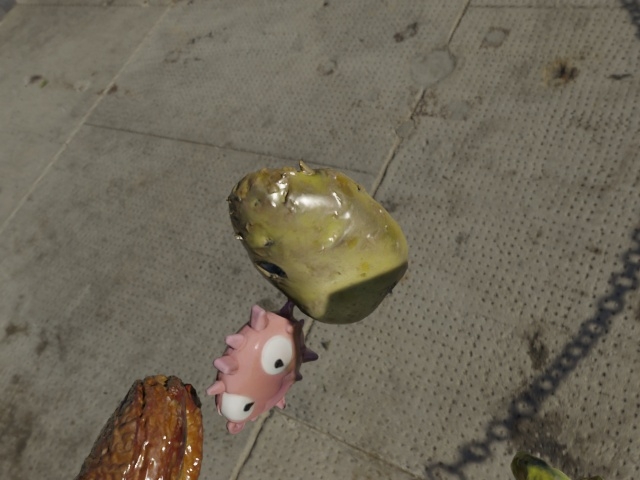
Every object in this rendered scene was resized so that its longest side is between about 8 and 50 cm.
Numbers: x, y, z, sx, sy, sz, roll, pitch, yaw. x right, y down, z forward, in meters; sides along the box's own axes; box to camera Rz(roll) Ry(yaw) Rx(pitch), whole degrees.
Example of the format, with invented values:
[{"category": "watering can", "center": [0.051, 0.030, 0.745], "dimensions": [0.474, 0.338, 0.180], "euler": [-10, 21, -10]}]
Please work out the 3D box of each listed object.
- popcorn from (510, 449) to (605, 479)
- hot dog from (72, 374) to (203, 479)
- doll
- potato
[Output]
[{"category": "popcorn", "center": [0.246, 0.303, 0.507], "dimensions": [0.198, 0.198, 0.212], "euler": [-11, 67, 17]}, {"category": "hot dog", "center": [-0.300, 0.398, 0.844], "dimensions": [0.174, 0.267, 0.387], "euler": [26, 68, 10]}, {"category": "doll", "center": [-0.086, 0.185, 0.866], "dimensions": [0.093, 0.211, 0.261], "euler": [28, 86, 37]}, {"category": "potato", "center": [0.000, 0.000, 0.755], "dimensions": [0.192, 0.296, 0.141], "euler": [-37, 40, 16]}]
